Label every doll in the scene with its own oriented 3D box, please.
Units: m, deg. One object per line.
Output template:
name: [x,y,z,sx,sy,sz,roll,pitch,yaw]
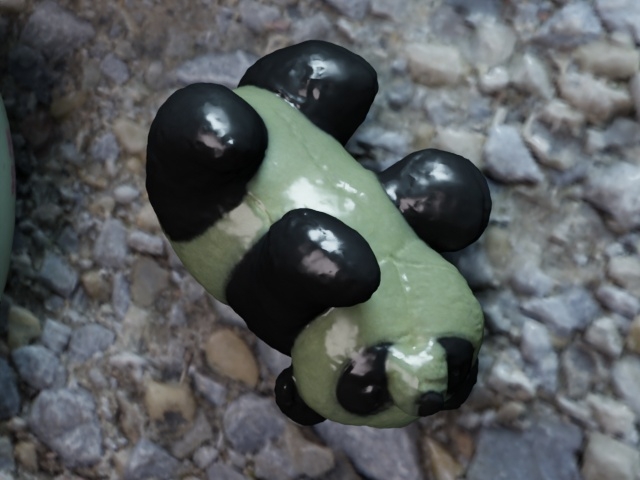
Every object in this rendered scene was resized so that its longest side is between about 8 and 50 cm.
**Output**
doll: [0.000,-0.002,0.710,0.234,0.144,0.135,44,135,21]

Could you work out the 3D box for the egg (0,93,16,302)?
egg: [-0.313,0.003,0.830,0.230,0.230,0.370,14,103,29]
